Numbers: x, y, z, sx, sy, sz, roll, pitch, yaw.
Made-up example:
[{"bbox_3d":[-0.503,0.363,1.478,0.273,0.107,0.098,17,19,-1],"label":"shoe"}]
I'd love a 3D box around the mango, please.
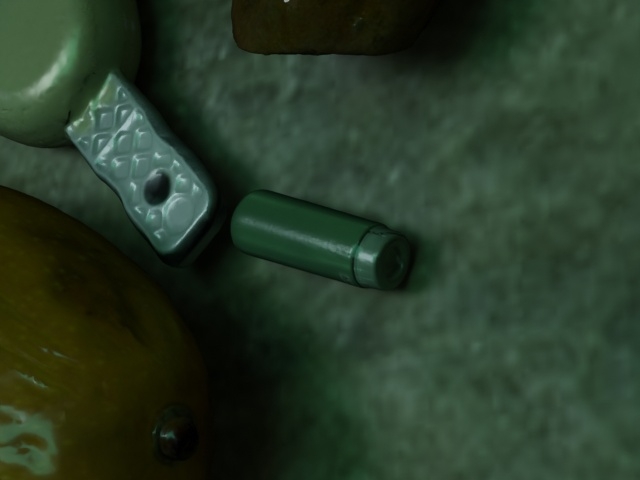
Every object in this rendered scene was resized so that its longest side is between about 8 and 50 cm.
[{"bbox_3d":[-0.183,0.060,0.893,0.359,0.144,0.187,19,87,42],"label":"mango"}]

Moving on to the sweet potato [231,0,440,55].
[{"bbox_3d":[0.051,-0.176,0.817,0.097,0.097,0.251,37,96,38],"label":"sweet potato"}]

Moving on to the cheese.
[{"bbox_3d":[-0.113,-0.077,0.934,0.127,0.050,0.235,-50,55,13],"label":"cheese"}]

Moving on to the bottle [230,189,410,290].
[{"bbox_3d":[0.000,0.000,0.839,0.083,0.030,0.030,16,88,38],"label":"bottle"}]
